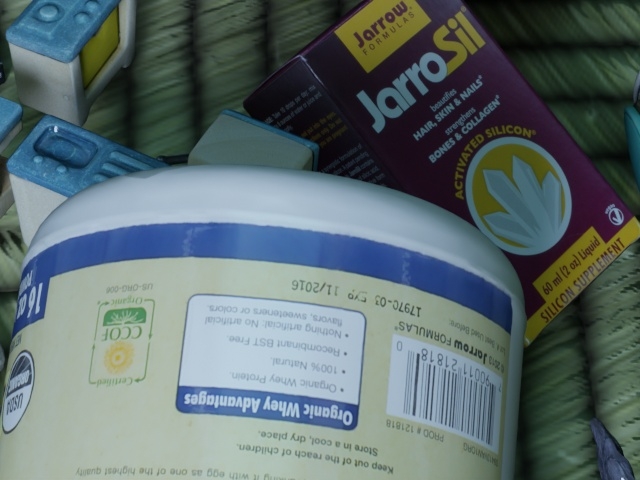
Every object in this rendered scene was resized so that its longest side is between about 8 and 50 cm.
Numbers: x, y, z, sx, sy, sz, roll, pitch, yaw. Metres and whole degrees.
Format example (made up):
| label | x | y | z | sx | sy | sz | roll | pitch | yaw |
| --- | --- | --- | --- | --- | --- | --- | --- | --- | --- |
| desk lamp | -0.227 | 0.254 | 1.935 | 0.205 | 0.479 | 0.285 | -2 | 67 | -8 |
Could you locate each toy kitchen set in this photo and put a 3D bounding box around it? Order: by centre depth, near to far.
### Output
| label | x | y | z | sx | sy | sz | roll | pitch | yaw |
| --- | --- | --- | --- | --- | --- | --- | --- | --- | --- |
| toy kitchen set | -0.080 | -0.073 | 1.012 | 0.207 | 0.122 | 0.166 | 22 | 50 | 12 |

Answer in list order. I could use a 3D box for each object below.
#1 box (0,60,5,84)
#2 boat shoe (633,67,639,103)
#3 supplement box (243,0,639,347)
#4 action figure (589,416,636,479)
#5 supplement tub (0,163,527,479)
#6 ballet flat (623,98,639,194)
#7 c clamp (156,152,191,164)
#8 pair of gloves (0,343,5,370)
| label | x | y | z | sx | sy | sz | roll | pitch | yaw |
| --- | --- | --- | --- | --- | --- | --- | --- | --- | --- |
| box | -0.235 | -0.112 | 1.125 | 0.067 | 0.018 | 0.083 | -27 | 61 | -19 |
| boat shoe | 0.306 | 0.007 | 0.995 | 0.340 | 0.127 | 0.158 | 24 | 51 | 13 |
| supplement box | 0.064 | -0.039 | 1.001 | 0.104 | 0.081 | 0.188 | -41 | 95 | -28 |
| action figure | 0.230 | 0.123 | 0.893 | 0.275 | 0.141 | 0.164 | -25 | 85 | 6 |
| supplement tub | -0.033 | 0.150 | 0.807 | 0.228 | 0.228 | 0.316 | 5 | 70 | 2 |
| ballet flat | 0.200 | -0.010 | 0.943 | 0.077 | 0.077 | 0.231 | -10 | 26 | 8 |
| c clamp | 0.000 | 0.000 | 1.059 | 0.137 | 0.022 | 0.161 | -16 | 56 | -19 |
| pair of gloves | -0.148 | 0.069 | 0.989 | 0.240 | 0.042 | 0.204 | -21 | 54 | -22 |
